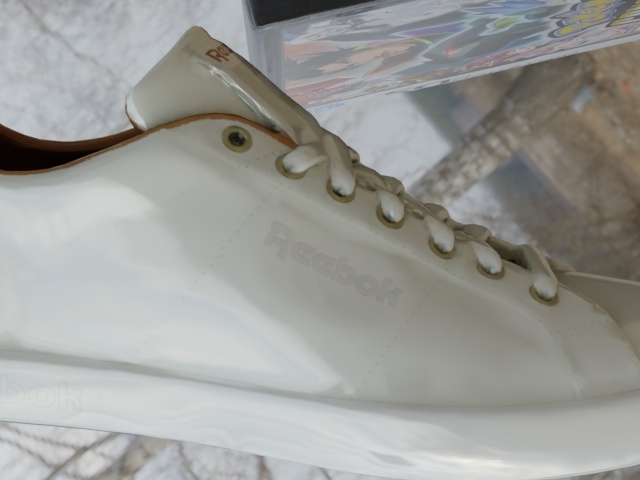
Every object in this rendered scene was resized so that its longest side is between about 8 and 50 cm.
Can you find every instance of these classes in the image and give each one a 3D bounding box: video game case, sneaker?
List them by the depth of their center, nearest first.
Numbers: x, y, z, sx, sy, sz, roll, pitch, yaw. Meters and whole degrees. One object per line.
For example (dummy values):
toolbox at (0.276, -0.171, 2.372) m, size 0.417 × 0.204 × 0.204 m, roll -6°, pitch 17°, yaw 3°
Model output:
sneaker at (0.000, 0.000, 0.422) m, size 0.290 × 0.123 × 0.106 m, roll 5°, pitch -170°, yaw -1°
video game case at (0.087, -0.116, 0.668) m, size 0.275 × 0.248 × 0.035 m, roll 127°, pitch 131°, yaw -87°
